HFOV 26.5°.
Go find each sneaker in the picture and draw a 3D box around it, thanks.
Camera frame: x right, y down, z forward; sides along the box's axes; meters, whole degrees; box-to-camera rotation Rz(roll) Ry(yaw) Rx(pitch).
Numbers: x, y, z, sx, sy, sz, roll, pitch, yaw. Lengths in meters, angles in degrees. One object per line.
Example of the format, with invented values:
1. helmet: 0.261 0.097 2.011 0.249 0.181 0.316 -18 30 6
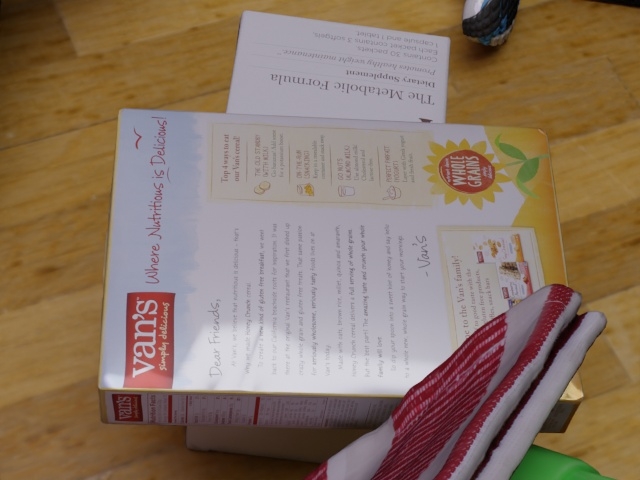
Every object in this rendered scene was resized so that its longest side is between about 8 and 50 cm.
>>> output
1. sneaker: 0.121 -0.219 1.038 0.082 0.071 0.191 13 48 10

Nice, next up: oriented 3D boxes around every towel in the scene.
1. towel: -0.032 0.154 0.581 0.037 0.329 0.237 48 34 1

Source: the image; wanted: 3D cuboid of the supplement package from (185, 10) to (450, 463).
1. supplement package: 0.000 0.000 0.832 0.139 0.134 0.244 7 56 -2

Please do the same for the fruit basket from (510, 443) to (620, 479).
1. fruit basket: 0.101 0.298 0.574 0.392 0.392 0.283 24 52 9

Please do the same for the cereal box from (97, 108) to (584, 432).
1. cereal box: 0.008 0.014 0.714 0.240 0.047 0.173 2 57 -4

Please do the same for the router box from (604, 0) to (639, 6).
1. router box: 0.275 -0.232 1.017 0.178 0.133 0.046 8 57 -2
